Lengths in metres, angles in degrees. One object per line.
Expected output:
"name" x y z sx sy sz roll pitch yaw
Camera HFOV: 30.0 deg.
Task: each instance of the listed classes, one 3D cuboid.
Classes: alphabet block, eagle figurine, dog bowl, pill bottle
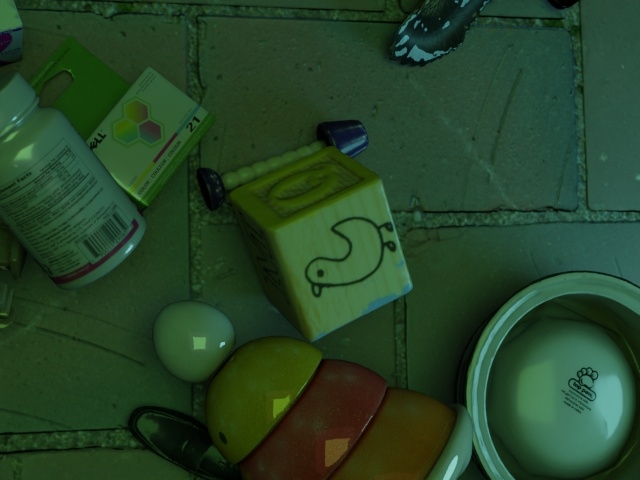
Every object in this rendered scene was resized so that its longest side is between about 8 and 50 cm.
"alphabet block" 0.000 0.000 1.800 0.192 0.193 0.197 -27 118 -15
"eagle figurine" 0.214 -0.451 1.928 0.225 0.298 0.226 32 43 -41
"dog bowl" 0.398 0.255 1.937 0.408 0.150 0.407 1 86 -13
"pill bottle" -0.384 -0.084 1.654 0.160 0.160 0.283 -41 114 -13

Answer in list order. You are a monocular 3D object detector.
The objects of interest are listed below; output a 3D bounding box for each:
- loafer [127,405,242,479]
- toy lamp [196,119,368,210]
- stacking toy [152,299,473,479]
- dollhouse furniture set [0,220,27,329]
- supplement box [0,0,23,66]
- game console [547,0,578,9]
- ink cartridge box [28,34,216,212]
"loafer" -0.188 0.316 1.821 0.223 0.078 0.076 30 80 -10
"toy lamp" -0.056 -0.126 1.884 0.275 0.080 0.080 -19 91 -15
"stacking toy" -0.051 0.259 1.750 0.480 0.350 0.350 38 78 0
"dollhouse furniture set" -0.582 0.037 1.763 0.303 0.173 0.355 4 56 -1
"supplement box" -0.496 -0.316 1.713 0.111 0.220 0.113 -20 93 -14
"game console" 0.354 -0.568 2.033 0.213 0.044 0.361 -35 96 -13
"ink cartridge box" -0.320 -0.182 1.794 0.255 0.097 0.188 38 66 -9
